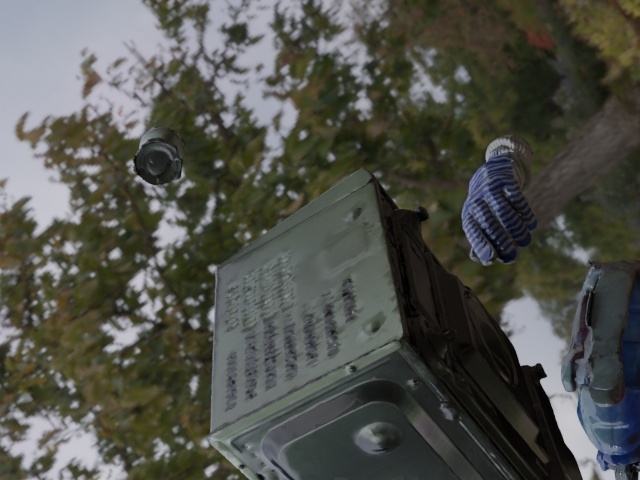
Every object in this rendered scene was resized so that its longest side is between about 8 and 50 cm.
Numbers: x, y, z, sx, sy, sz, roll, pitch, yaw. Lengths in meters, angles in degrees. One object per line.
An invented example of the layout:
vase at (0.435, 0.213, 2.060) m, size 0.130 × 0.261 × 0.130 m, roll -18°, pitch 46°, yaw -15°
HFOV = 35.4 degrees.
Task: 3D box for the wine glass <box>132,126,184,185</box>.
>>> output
wine glass at (-0.230, -0.123, 1.446) m, size 0.072 × 0.072 × 0.155 m, roll 49°, pitch -177°, yaw -14°

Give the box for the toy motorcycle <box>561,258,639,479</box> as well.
toy motorcycle at (0.410, 0.176, 1.418) m, size 0.241 × 0.182 × 0.319 m, roll 31°, pitch -125°, yaw -28°

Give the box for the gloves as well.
gloves at (0.247, -0.054, 1.389) m, size 0.097 × 0.119 × 0.229 m, roll 15°, pitch -133°, yaw -4°

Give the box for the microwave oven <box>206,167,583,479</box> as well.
microwave oven at (0.095, 0.170, 1.096) m, size 0.394 × 0.247 × 0.333 m, roll 50°, pitch -162°, yaw -30°
